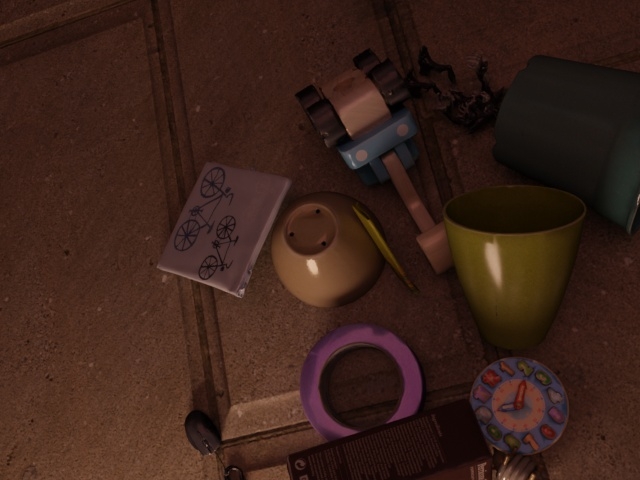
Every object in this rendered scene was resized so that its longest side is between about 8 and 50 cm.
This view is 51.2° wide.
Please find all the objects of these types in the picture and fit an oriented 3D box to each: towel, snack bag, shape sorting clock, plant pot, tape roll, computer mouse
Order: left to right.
[{"bbox_3d":[-0.248,0.503,1.559,0.071,0.041,0.242,-38,69,0],"label":"computer mouse"},{"bbox_3d":[-0.237,-0.042,1.661,0.342,0.037,0.323,13,75,41],"label":"snack bag"},{"bbox_3d":[0.000,0.000,1.565,0.284,0.191,0.284,-4,72,14],"label":"plant pot"},{"bbox_3d":[0.095,0.327,1.497,0.275,0.090,0.274,-4,73,13],"label":"tape roll"},{"bbox_3d":[0.149,0.019,1.492,0.021,0.237,0.102,-37,30,-3],"label":"towel"},{"bbox_3d":[0.397,0.067,1.387,0.275,0.275,0.293,0,114,14],"label":"plant pot"},{"bbox_3d":[0.424,0.352,1.430,0.206,0.040,0.206,-4,73,14],"label":"shape sorting clock"},{"bbox_3d":[0.573,-0.228,1.428,0.334,0.341,0.341,26,82,28],"label":"plant pot"}]

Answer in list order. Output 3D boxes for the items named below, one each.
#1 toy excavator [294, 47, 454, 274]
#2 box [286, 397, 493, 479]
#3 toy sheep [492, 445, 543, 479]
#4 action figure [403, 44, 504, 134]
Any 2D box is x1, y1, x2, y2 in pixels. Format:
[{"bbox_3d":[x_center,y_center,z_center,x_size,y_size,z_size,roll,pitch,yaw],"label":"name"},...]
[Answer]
[{"bbox_3d":[0.169,-0.181,1.575,0.222,0.445,0.433,-32,28,5],"label":"toy excavator"},{"bbox_3d":[0.144,0.468,1.346,0.381,0.191,0.143,-19,51,-1],"label":"box"},{"bbox_3d":[0.410,0.480,1.371,0.132,0.091,0.091,34,84,34],"label":"toy sheep"},{"bbox_3d":[0.333,-0.362,1.615,0.276,0.141,0.164,33,83,24],"label":"action figure"}]
